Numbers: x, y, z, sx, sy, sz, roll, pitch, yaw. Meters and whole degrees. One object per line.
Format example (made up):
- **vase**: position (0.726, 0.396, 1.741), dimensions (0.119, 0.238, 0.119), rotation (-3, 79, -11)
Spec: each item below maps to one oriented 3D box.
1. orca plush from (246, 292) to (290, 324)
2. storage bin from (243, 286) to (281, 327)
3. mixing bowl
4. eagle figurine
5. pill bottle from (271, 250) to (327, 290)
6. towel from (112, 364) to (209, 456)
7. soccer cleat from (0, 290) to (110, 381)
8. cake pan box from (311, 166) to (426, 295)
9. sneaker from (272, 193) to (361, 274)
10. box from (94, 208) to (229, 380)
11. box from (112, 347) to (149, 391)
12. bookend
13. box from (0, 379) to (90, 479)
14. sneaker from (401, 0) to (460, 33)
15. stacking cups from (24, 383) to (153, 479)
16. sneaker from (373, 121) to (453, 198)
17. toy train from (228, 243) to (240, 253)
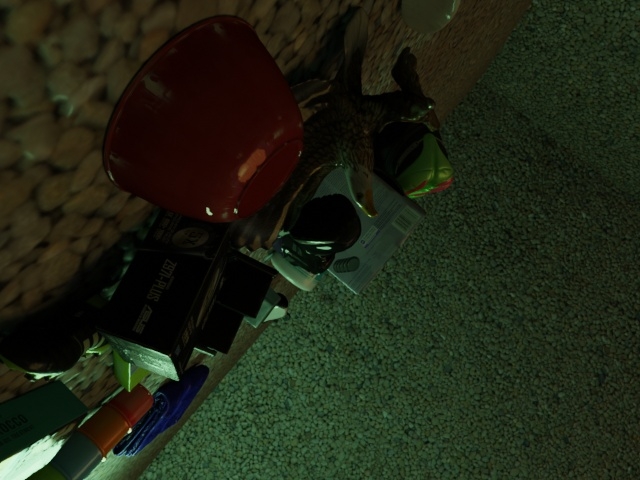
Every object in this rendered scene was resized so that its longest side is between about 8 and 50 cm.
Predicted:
- **orca plush**: position (-0.175, 0.223, 1.572), dimensions (0.287, 0.151, 0.102), rotation (112, -12, -63)
- **storage bin**: position (-0.183, 0.182, 1.290), dimensions (0.135, 0.091, 0.098), rotation (-54, 173, 26)
- **mixing bowl**: position (-0.079, -0.083, 0.396), dimensions (0.181, 0.098, 0.181), rotation (-49, 175, -6)
- **eagle figurine**: position (0.006, -0.120, 0.597), dimensions (0.298, 0.225, 0.226), rotation (-22, 138, 18)
- **pill bottle**: position (-0.001, -0.005, 1.207), dimensions (0.264, 0.146, 0.146), rotation (-50, 174, 4)
- **towel**: position (-0.452, 0.500, 1.343), dimensions (0.228, 0.076, 0.308), rotation (-50, 174, 5)
- **soccer cleat**: position (-0.246, 0.087, 0.448), dimensions (0.072, 0.060, 0.179), rotation (-59, -179, -5)
- **cake pan box**: position (0.079, -0.048, 1.066), dimensions (0.267, 0.245, 0.070), rotation (-53, 177, 16)
- **sneaker**: position (0.000, 0.000, 0.769), dimensions (0.107, 0.124, 0.283), rotation (-44, -158, -18)
- **box**: position (-0.172, 0.070, 0.528), dimensions (0.180, 0.077, 0.148), rotation (118, -8, -61)
- **box**: position (-0.279, 0.168, 0.729), dimensions (0.109, 0.042, 0.178), rotation (-46, 173, -39)
- **bookend**: position (-0.150, 0.105, 0.703), dimensions (0.156, 0.072, 0.157), rotation (-10, -125, 65)
- **box**: position (-0.359, 0.233, 0.458), dimensions (0.101, 0.060, 0.244), rotation (-50, 174, 5)
- **sneaker**: position (0.173, -0.375, 0.597), dimensions (0.094, 0.080, 0.212), rotation (-60, 177, -20)
- **stacking cups**: position (-0.420, 0.367, 0.762), dimensions (0.316, 0.096, 0.096), rotation (-49, 175, -47)
- **sneaker**: position (0.218, -0.217, 1.249), dimensions (0.185, 0.203, 0.482), rotation (-5, -179, -16)
- **toy train**: position (-0.168, 0.040, 0.827), dimensions (0.036, 0.027, 0.158), rotation (-49, 175, -40)
